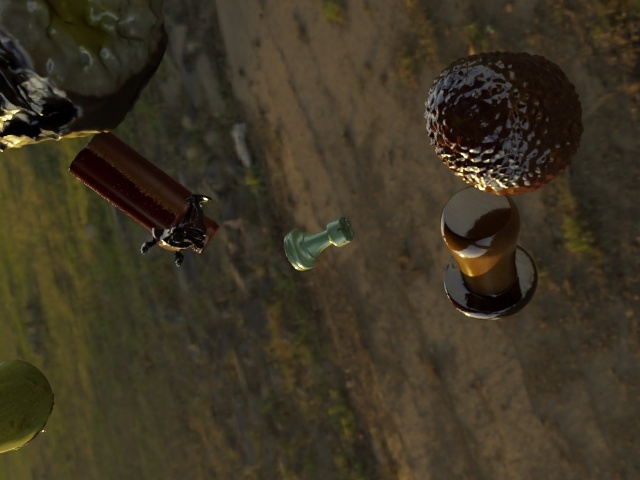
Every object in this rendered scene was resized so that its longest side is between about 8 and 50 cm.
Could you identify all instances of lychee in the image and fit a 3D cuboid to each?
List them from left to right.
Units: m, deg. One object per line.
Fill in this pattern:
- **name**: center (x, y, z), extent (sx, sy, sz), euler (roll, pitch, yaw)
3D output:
- **lychee**: center (0.305, -0.199, 1.682), extent (0.260, 0.261, 0.260), euler (43, 140, 53)

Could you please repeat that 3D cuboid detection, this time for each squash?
- **squash**: center (-0.507, 0.276, 1.434), extent (0.287, 0.137, 0.137), euler (-38, -60, -73)

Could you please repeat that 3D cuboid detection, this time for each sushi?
- **sushi**: center (-0.368, -0.266, 1.232), extent (0.294, 0.281, 0.299), euler (-7, 113, 40)

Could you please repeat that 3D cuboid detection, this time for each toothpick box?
- **toothpick box**: center (0.330, 0.030, 1.978), extent (0.192, 0.192, 0.294), euler (58, 173, 37)

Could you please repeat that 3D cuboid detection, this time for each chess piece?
- **chess piece**: center (0.000, 0.000, 1.565), extent (0.103, 0.067, 0.067), euler (-25, 76, 30)

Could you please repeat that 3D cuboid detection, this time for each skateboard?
- **skateboard**: center (-0.202, -0.018, 1.464), extent (0.151, 0.067, 0.080), euler (-21, 51, 57)

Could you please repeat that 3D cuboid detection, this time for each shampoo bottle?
- **shampoo bottle**: center (-0.290, -0.078, 1.685), extent (0.260, 0.102, 0.064), euler (36, 154, -1)
